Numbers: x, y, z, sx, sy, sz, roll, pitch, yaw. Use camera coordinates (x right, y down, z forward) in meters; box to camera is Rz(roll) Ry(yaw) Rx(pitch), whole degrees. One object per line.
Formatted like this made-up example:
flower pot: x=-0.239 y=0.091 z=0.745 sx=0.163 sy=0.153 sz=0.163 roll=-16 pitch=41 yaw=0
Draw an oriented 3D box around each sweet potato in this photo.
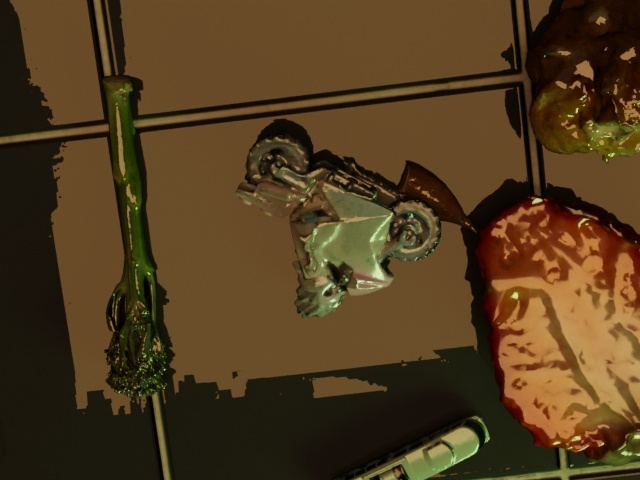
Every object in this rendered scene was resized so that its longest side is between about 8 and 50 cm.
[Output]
sweet potato: x=0.142 y=-0.044 z=1.476 sx=0.117 sy=0.049 sz=0.049 roll=36 pitch=98 yaw=-1

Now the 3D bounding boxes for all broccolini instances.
broccolini: x=-0.231 y=0.000 z=1.474 sx=0.079 sy=0.074 sz=0.392 roll=-13 pitch=104 yaw=-35

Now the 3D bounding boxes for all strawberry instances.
strawberry: x=0.320 y=0.096 z=1.456 sx=0.265 sy=0.149 sz=0.336 roll=-34 pitch=86 yaw=13

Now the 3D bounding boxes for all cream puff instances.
cream puff: x=0.350 y=-0.198 z=1.378 sx=0.269 sy=0.155 sz=0.241 roll=-41 pitch=53 yaw=5

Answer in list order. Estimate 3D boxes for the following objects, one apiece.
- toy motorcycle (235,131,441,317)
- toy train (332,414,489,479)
toy motorcycle: x=-0.001 y=0.002 z=1.455 sx=0.239 sy=0.108 sz=0.204 roll=32 pitch=112 yaw=11
toy train: x=0.113 y=0.278 z=1.530 sx=0.208 sy=0.047 sz=0.043 roll=-27 pitch=99 yaw=7
